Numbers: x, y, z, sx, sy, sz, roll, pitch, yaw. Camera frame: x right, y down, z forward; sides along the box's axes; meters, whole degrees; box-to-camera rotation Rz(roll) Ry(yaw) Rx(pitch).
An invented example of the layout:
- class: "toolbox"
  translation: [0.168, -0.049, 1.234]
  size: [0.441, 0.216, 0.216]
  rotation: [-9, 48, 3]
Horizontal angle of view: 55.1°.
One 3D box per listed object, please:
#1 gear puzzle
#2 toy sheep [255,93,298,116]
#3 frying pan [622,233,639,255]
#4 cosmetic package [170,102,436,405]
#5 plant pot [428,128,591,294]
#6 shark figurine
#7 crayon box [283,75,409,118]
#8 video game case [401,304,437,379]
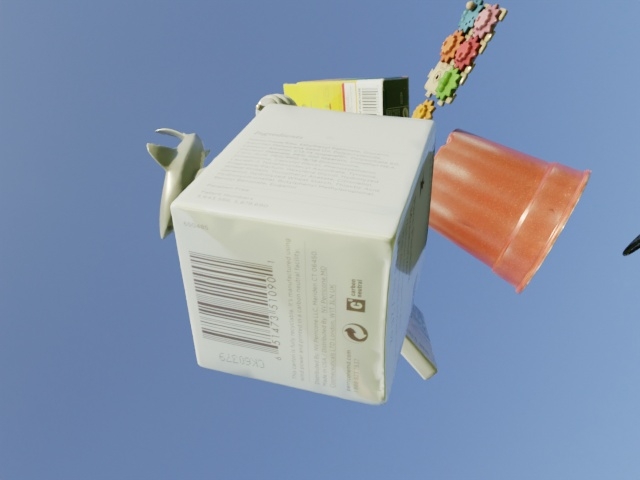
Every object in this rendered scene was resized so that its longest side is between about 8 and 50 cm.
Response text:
- class: "gear puzzle"
  translation: [0.302, -0.417, 1.471]
  size: [0.044, 0.175, 0.339]
  rotation: [22, -70, -24]
- class: "toy sheep"
  translation: [-0.084, -0.254, 1.235]
  size: [0.132, 0.091, 0.091]
  rotation: [16, -93, -60]
- class: "frying pan"
  translation: [0.768, -0.088, 1.252]
  size: [0.197, 0.053, 0.326]
  rotation: [10, -53, -35]
- class: "cosmetic package"
  translation: [0.000, 0.000, 0.485]
  size: [0.184, 0.151, 0.151]
  rotation: [-62, -24, -51]
- class: "plant pot"
  translation: [0.341, -0.077, 1.216]
  size: [0.265, 0.272, 0.272]
  rotation: [30, -101, 14]
- class: "shark figurine"
  translation: [-0.268, -0.157, 1.136]
  size: [0.116, 0.278, 0.166]
  rotation: [23, -52, -25]
- class: "crayon box"
  translation: [0.050, -0.241, 1.304]
  size: [0.081, 0.318, 0.202]
  rotation: [-17, -69, -37]
- class: "video game case"
  translation: [0.109, 0.097, 1.254]
  size: [0.036, 0.300, 0.329]
  rotation: [-41, -82, 12]
